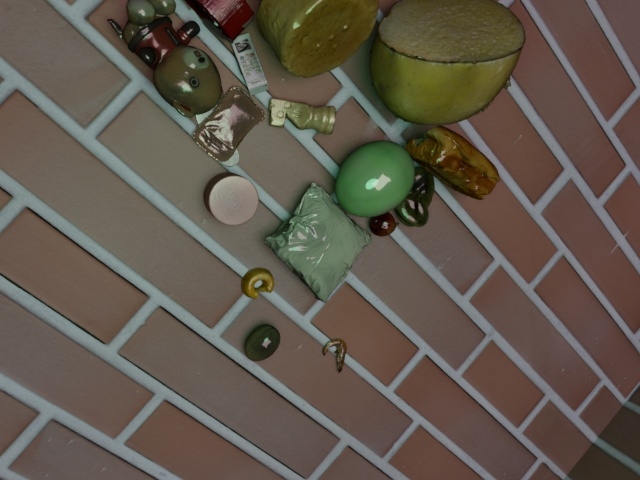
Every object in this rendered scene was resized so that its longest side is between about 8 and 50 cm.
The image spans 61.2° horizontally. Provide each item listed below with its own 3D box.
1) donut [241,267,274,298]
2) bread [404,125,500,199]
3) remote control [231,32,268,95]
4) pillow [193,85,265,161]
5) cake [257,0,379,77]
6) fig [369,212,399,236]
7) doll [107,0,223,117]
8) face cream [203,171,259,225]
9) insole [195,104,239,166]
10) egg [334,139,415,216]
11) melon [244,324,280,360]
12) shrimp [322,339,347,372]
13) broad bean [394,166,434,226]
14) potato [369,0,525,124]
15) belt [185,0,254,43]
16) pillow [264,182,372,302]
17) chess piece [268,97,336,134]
[{"bbox_3d":[-0.198,0.138,1.729,0.108,0.043,0.097,-27,111,-18],"label":"donut"},{"bbox_3d":[0.443,-0.262,1.771,0.344,0.195,0.148,24,97,-41],"label":"bread"},{"bbox_3d":[-0.210,-0.512,1.581,0.065,0.029,0.166,-24,105,-13],"label":"remote control"},{"bbox_3d":[-0.269,-0.340,1.593,0.211,0.034,0.135,-50,119,-7],"label":"pillow"},{"bbox_3d":[-0.045,-0.672,1.500,0.333,0.332,0.321,-27,73,-13],"label":"cake"},{"bbox_3d":[0.226,-0.050,1.834,0.125,0.089,0.088,17,96,-44],"label":"fig"},{"bbox_3d":[-0.399,-0.481,1.439,0.174,0.235,0.329,-27,108,33],"label":"doll"},{"bbox_3d":[-0.266,-0.125,1.607,0.149,0.104,0.149,-5,104,-20],"label":"face cream"},{"bbox_3d":[-0.308,-0.323,1.600,0.080,0.003,0.231,-29,111,-13],"label":"insole"},{"bbox_3d":[0.169,-0.190,1.695,0.270,0.220,0.220,-44,113,-5],"label":"egg"},{"bbox_3d":[-0.188,0.331,1.745,0.131,0.098,0.098,-44,113,-3],"label":"melon"},{"bbox_3d":[0.051,0.408,1.894,0.091,0.025,0.126,-6,100,-19],"label":"shrimp"},{"bbox_3d":[0.321,-0.149,1.853,0.153,0.072,0.206,7,87,-26],"label":"broad bean"},{"bbox_3d":[0.358,-0.523,1.654,0.443,0.385,0.319,-9,140,-12],"label":"potato"},{"bbox_3d":[-0.275,-0.651,1.470,0.201,0.128,0.124,43,86,-22],"label":"belt"},{"bbox_3d":[0.000,0.000,1.723,0.283,0.138,0.310,-50,116,-14],"label":"pillow"},{"bbox_3d":[-0.059,-0.380,1.649,0.201,0.090,0.089,7,100,-11],"label":"chess piece"}]
